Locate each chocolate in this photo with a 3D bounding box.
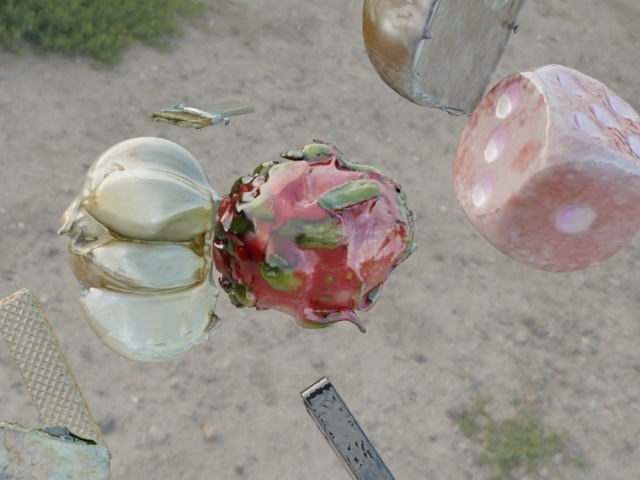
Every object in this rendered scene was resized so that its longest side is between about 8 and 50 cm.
[{"bbox_3d":[0.107,-0.203,0.895,0.100,0.185,0.303,24,10,18],"label":"chocolate"}]

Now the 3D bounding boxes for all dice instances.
[{"bbox_3d":[0.141,-0.043,0.649,0.094,0.093,0.091,21,38,-24],"label":"dice"}]

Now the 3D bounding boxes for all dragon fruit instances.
[{"bbox_3d":[-0.005,-0.007,1.515,0.302,0.231,0.237,-20,37,-16],"label":"dragon fruit"}]

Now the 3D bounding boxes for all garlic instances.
[{"bbox_3d":[-0.239,0.007,1.392,0.203,0.281,0.184,1,6,-24],"label":"garlic"}]

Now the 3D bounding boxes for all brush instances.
[{"bbox_3d":[-0.159,-0.191,1.608,0.085,0.020,0.336,11,12,9],"label":"brush"}]

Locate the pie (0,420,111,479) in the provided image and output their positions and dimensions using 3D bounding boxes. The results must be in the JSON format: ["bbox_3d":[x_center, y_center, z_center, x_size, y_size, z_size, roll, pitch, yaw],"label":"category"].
[{"bbox_3d":[-0.320,0.267,1.082,0.218,0.185,0.052,19,-12,-25],"label":"pie"}]

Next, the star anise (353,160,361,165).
[{"bbox_3d":[0.025,-0.009,1.886,0.125,0.190,0.220,11,72,15],"label":"star anise"}]

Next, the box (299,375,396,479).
[{"bbox_3d":[0.083,0.387,1.761,0.058,0.211,0.350,-34,76,-9],"label":"box"}]

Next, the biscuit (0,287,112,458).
[{"bbox_3d":[-0.534,0.278,2.134,0.094,0.054,0.379,-26,84,-4],"label":"biscuit"}]
